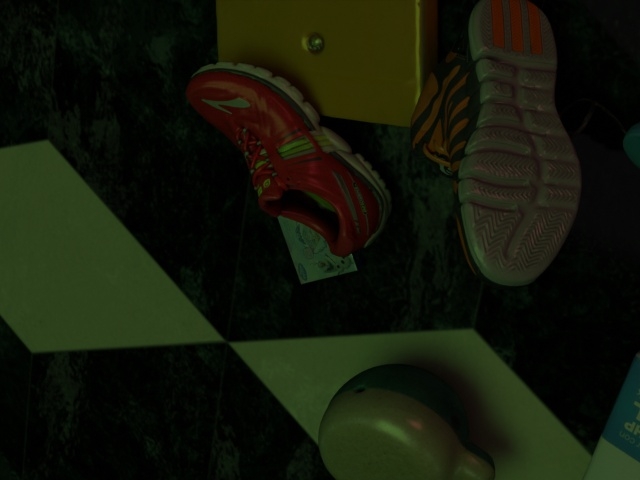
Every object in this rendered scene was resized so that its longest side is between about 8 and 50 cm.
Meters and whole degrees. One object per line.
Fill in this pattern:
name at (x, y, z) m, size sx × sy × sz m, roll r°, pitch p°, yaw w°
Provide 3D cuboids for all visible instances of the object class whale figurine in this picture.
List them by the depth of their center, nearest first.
whale figurine at (0.118, 0.256, 1.766) m, size 0.216 × 0.141 × 0.272 m, roll -13°, pitch 123°, yaw 39°

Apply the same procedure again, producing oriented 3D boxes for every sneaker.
sneaker at (0.169, -0.076, 1.540) m, size 0.180 × 0.124 × 0.321 m, roll 128°, pitch 152°, yaw -58°
sneaker at (-0.045, -0.090, 1.703) m, size 0.279 × 0.118 × 0.107 m, roll 39°, pitch 145°, yaw 1°

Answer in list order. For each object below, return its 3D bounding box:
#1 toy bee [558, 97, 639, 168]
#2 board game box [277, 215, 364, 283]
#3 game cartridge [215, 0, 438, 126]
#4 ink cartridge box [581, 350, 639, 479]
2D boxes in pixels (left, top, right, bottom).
toy bee at (0.369, -0.089, 1.443) m, size 0.162 × 0.298 × 0.195 m, roll 42°, pitch 94°, yaw -17°
board game box at (0.000, 0.000, 1.810) m, size 0.090 × 0.020 × 0.090 m, roll -15°, pitch 97°, yaw 38°
game cartridge at (0.005, -0.299, 1.687) m, size 0.285 × 0.052 × 0.324 m, roll 12°, pitch 110°, yaw 33°
ink cartridge box at (0.359, 0.259, 1.468) m, size 0.166 × 0.285 × 0.395 m, roll 31°, pitch 122°, yaw 24°
